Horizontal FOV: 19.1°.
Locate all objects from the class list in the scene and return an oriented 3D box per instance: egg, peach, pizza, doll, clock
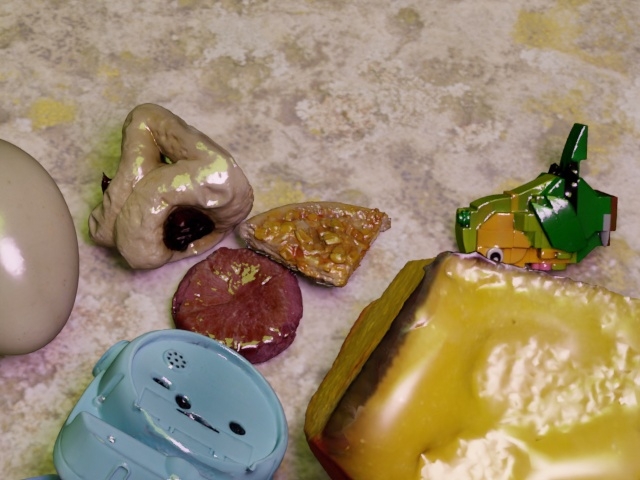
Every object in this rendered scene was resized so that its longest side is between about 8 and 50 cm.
[{"bbox_3d":[-0.348,0.005,1.979,0.188,0.188,0.254,-22,65,-18],"label":"egg"},{"bbox_3d":[0.164,0.168,1.884,0.380,0.242,0.306,9,76,-14],"label":"peach"},{"bbox_3d":[0.000,0.000,2.074,0.178,0.041,0.131,4,37,-13],"label":"pizza"},{"bbox_3d":[0.236,-0.027,2.088,0.186,0.106,0.134,-29,103,-4],"label":"doll"},{"bbox_3d":[-0.133,0.183,1.882,0.223,0.094,0.274,30,33,-11],"label":"clock"}]

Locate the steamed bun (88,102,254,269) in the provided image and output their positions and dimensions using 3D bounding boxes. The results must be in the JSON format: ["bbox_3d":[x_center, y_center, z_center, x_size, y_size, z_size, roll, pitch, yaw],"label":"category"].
[{"bbox_3d":[-0.176,-0.043,2.069,0.172,0.141,0.155,36,75,22],"label":"steamed bun"}]

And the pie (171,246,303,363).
[{"bbox_3d":[-0.088,0.068,2.047,0.153,0.038,0.153,3,54,-4],"label":"pie"}]

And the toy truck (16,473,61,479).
[{"bbox_3d":[-0.222,0.380,1.767,0.175,0.146,0.367,-35,65,-28],"label":"toy truck"}]
